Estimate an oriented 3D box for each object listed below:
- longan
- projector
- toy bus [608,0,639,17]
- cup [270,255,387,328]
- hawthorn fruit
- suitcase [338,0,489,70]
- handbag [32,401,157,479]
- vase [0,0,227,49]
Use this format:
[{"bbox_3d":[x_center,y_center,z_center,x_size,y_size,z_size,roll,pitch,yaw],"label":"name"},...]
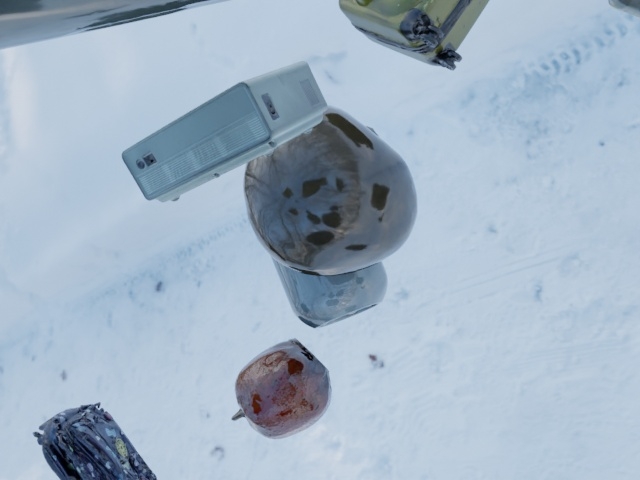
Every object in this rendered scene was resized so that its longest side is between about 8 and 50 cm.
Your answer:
[{"bbox_3d":[0.022,-0.082,1.072,0.243,0.300,0.300,-8,77,45],"label":"longan"},{"bbox_3d":[-0.079,-0.092,0.579,0.147,0.115,0.061,-20,103,32],"label":"projector"},{"bbox_3d":[0.262,-0.242,0.361,0.268,0.106,0.092,112,175,-54],"label":"toy bus"},{"bbox_3d":[0.000,0.000,1.294,0.205,0.205,0.312,-30,77,38],"label":"cup"},{"bbox_3d":[-0.095,0.333,1.472,0.249,0.215,0.215,-25,62,6],"label":"hawthorn fruit"},{"bbox_3d":[0.152,-0.396,1.038,0.235,0.143,0.194,37,96,41],"label":"suitcase"},{"bbox_3d":[-0.421,0.430,1.273,0.113,0.162,0.260,-39,87,12],"label":"handbag"},{"bbox_3d":[-0.056,-0.204,0.354,0.156,0.300,0.251,68,155,16],"label":"vase"}]
